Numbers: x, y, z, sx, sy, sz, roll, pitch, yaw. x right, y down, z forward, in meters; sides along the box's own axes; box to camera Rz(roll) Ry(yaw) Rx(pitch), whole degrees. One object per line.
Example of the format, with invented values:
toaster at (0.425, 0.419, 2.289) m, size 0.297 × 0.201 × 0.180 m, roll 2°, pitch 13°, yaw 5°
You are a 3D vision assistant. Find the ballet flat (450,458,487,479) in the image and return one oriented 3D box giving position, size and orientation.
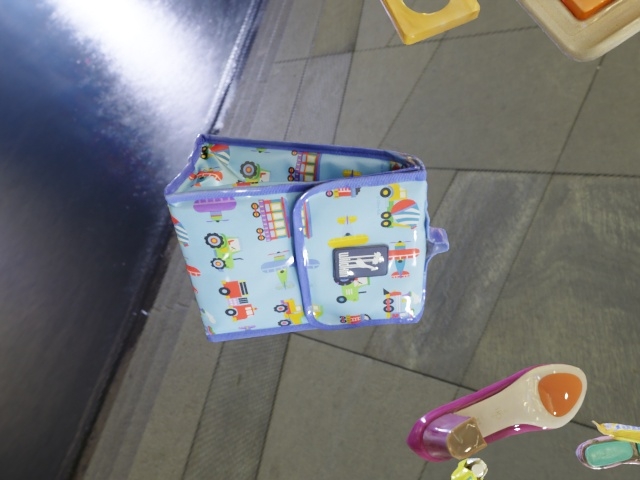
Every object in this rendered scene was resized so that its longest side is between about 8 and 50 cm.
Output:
ballet flat at (0.389, 0.598, 1.517) m, size 0.077 × 0.231 × 0.077 m, roll -47°, pitch 67°, yaw 9°

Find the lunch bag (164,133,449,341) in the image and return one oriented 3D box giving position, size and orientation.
lunch bag at (0.000, 0.000, 0.693) m, size 0.292 × 0.221 × 0.138 m, roll 0°, pitch 38°, yaw 9°

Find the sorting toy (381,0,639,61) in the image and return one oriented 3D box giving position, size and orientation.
sorting toy at (0.205, -0.249, 0.441) m, size 0.347 × 0.047 × 0.196 m, roll -34°, pitch 73°, yaw -6°

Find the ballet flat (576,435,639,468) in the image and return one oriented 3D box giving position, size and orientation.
ballet flat at (0.635, 0.421, 1.212) m, size 0.221 × 0.079 × 0.077 m, roll -10°, pitch 85°, yaw 6°

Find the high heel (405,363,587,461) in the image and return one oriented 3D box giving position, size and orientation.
high heel at (0.351, 0.334, 1.190) m, size 0.376 × 0.127 × 0.181 m, roll -12°, pitch -9°, yaw -23°

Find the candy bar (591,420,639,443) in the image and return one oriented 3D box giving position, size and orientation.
candy bar at (0.425, 0.245, 0.734) m, size 0.161 × 0.040 × 0.018 m, roll 6°, pitch 90°, yaw 9°
